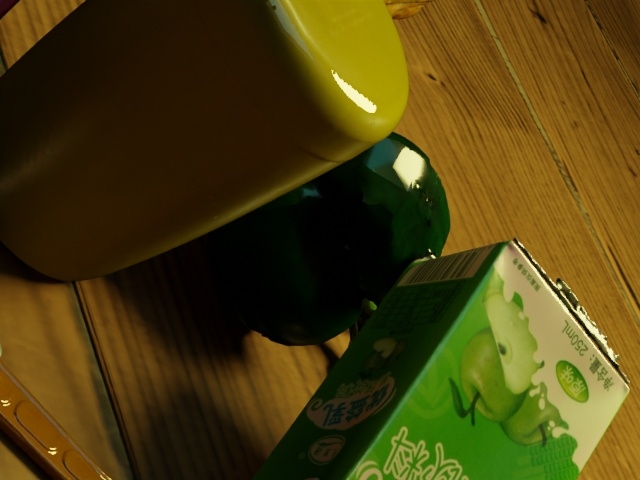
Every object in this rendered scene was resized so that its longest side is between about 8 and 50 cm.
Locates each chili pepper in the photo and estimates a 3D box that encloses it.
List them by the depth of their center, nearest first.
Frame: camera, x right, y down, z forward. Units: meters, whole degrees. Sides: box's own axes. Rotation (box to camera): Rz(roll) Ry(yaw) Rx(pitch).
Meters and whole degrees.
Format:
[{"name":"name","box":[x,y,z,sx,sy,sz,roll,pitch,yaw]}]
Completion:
[{"name":"chili pepper","box":[0.000,0.000,1.144,0.165,0.174,0.261,49,-12,32]}]

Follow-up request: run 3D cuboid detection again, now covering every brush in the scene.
[{"name":"brush","box":[-0.152,0.128,0.898,0.314,0.017,0.090,48,27,-11]}]

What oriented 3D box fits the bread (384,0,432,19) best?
[{"name":"bread","box":[0.010,-0.318,1.606,0.185,0.109,0.380,57,28,6]}]

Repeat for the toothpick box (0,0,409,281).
[{"name":"toothpick box","box":[-0.096,-0.085,0.964,0.175,0.271,0.175,41,32,-34]}]

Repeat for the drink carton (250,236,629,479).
[{"name":"drink carton","box":[0.077,0.143,1.009,0.161,0.108,0.271,49,60,-20]}]

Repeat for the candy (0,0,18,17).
[{"name":"candy","box":[-0.273,-0.085,0.788,0.100,0.157,0.306,47,27,-13]}]
